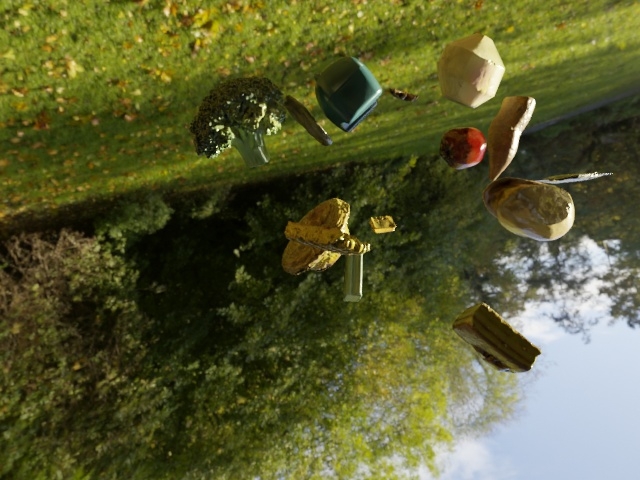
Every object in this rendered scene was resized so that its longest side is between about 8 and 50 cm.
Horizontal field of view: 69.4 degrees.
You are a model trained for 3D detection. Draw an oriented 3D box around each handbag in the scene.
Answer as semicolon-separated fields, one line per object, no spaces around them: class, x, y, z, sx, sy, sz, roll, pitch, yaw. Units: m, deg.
handbag;0.226;-0.059;1.681;0.084;0.061;0.027;-8;143;-19

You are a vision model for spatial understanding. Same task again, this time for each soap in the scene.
soap;0.129;0.135;1.824;0.064;0.198;0.114;6;160;-4

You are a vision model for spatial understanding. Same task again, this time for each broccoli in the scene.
broccoli;-0.249;-0.392;1.541;0.375;0.301;0.249;-44;-164;-31

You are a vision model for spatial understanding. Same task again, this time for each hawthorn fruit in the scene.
hawthorn fruit;0.550;-0.353;1.739;0.194;0.156;0.157;-15;180;-19

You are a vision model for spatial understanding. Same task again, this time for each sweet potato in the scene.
sweet potato;0.705;-0.393;1.790;0.131;0.336;0.131;23;-177;-1

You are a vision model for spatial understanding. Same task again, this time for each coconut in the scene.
coconut;0.546;-0.626;1.694;0.260;0.259;0.259;-15;180;0

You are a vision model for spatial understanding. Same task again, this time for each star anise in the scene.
star anise;0.384;-0.670;2.137;0.141;0.042;0.141;14;-159;-5

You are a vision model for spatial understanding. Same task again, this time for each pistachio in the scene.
pistachio;0.643;-0.101;1.409;0.300;0.187;0.188;17;165;-27

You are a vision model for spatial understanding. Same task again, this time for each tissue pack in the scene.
tissue pack;0.087;-0.517;1.622;0.198;0.206;0.287;-43;-178;5

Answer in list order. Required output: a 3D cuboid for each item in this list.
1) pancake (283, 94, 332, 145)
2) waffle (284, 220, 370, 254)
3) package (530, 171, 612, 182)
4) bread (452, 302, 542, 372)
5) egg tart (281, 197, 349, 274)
pancake;-0.049;-0.428;1.674;0.042;0.236;0.222;-43;-169;1
waffle;0.042;0.006;1.393;0.230;0.057;0.219;11;174;33
package;0.796;-0.200;1.474;0.173;0.027;0.171;-9;-176;-25
bread;0.541;0.312;1.450;0.110;0.234;0.184;-48;170;-11
egg tart;0.000;0.000;2.179;0.443;0.178;0.443;-41;-158;21
